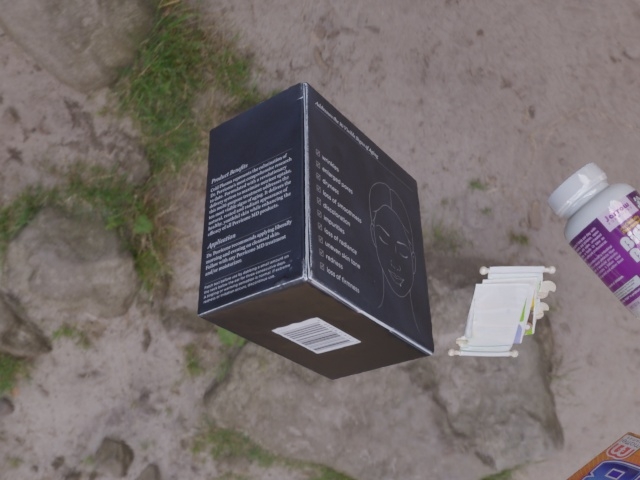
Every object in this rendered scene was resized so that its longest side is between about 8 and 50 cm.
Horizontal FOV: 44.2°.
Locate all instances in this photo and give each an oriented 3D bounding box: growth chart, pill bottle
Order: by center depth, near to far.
[{"bbox_3d":[0.364,0.144,1.560,0.171,0.021,0.237,7,120,-10],"label":"growth chart"},{"bbox_3d":[0.599,-0.006,1.571,0.169,0.169,0.302,-45,73,23],"label":"pill bottle"}]

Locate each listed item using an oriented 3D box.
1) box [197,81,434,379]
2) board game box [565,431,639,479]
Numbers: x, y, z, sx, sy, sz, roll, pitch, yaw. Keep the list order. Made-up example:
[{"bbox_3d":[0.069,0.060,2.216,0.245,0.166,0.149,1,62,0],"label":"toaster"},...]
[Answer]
[{"bbox_3d":[0.000,0.000,1.753,0.297,0.472,0.480,-20,145,31],"label":"box"},{"bbox_3d":[0.526,0.571,1.184,0.356,0.356,0.357,-30,99,-15],"label":"board game box"}]
